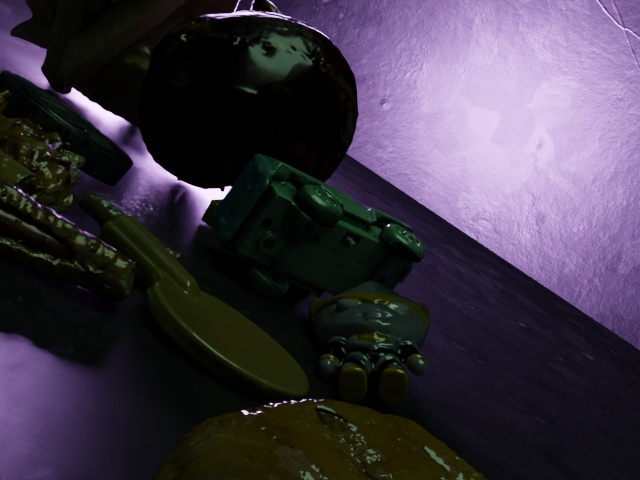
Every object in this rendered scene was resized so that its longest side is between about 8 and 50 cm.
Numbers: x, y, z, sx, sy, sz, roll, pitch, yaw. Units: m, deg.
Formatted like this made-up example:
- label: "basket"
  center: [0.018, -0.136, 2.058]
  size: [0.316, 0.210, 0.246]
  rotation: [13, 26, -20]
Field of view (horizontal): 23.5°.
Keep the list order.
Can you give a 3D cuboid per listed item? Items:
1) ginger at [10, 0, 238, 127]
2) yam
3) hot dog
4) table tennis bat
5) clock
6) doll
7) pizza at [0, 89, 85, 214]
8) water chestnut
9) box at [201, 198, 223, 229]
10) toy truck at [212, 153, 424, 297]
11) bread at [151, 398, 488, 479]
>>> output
- label: "ginger"
  center: [-0.319, -0.328, 2.445]
  size: [0.413, 0.358, 0.211]
  rotation: [42, 40, -37]
- label: "yam"
  center: [-0.229, -0.011, 1.862]
  size: [0.145, 0.032, 0.032]
  rotation: [34, 11, 15]
- label: "hot dog"
  center: [-0.317, -0.021, 1.570]
  size: [0.289, 0.068, 0.083]
  rotation: [27, 4, -12]
- label: "table tennis bat"
  center: [-0.134, 0.073, 1.689]
  size: [0.321, 0.050, 0.198]
  rotation: [41, 13, 30]
- label: "clock"
  center: [-0.350, -0.151, 2.077]
  size: [0.215, 0.042, 0.215]
  rotation: [37, 4, -3]
- label: "doll"
  center: [0.057, 0.119, 1.886]
  size: [0.316, 0.145, 0.103]
  rotation: [-88, 156, -71]
- label: "pizza"
  center: [-0.362, -0.107, 1.819]
  size: [0.182, 0.074, 0.365]
  rotation: [19, 14, -15]
- label: "water chestnut"
  center: [-0.104, -0.231, 2.358]
  size: [0.335, 0.335, 0.347]
  rotation: [26, 46, -25]
- label: "box"
  center: [-0.060, -0.006, 2.307]
  size: [0.153, 0.041, 0.279]
  rotation: [35, 10, 15]
- label: "toy truck"
  center: [0.000, 0.000, 2.071]
  size: [0.279, 0.155, 0.156]
  rotation: [24, 20, -35]
- label: "bread"
  center: [0.071, 0.250, 1.142]
  size: [0.328, 0.148, 0.337]
  rotation: [38, 13, 34]
